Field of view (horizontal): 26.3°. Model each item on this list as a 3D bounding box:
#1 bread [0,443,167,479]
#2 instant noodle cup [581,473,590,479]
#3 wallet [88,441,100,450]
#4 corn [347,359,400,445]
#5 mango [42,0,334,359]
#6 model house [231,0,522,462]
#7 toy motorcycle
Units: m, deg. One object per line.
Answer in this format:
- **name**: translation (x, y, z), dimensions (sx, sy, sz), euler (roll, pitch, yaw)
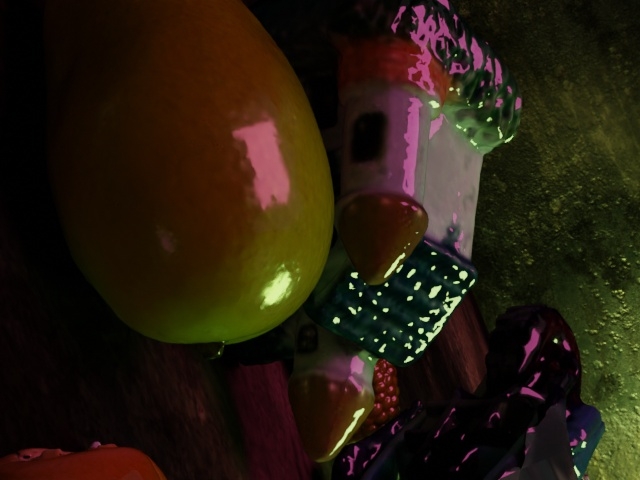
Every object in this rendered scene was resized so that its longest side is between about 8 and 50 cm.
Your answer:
- **bread**: translation (-0.065, 0.186, 0.523), dimensions (0.092, 0.074, 0.239), euler (11, 57, -63)
- **instant noodle cup**: translation (0.180, 0.291, 1.307), dimensions (0.258, 0.182, 0.302), euler (-95, 160, -56)
- **wallet**: translation (-0.103, 0.128, 0.629), dimensions (0.083, 0.011, 0.044), euler (-78, 145, -73)
- **corn**: translation (0.001, 0.042, 1.145), dimensions (0.091, 0.091, 0.260), euler (-164, -126, -79)
- **mango**: translation (-0.076, -0.057, 0.786), dimensions (0.185, 0.149, 0.273), euler (56, 11, -42)
- **model house**: translation (0.000, 0.000, 0.922), dimensions (0.184, 0.253, 0.291), euler (27, 57, -46)
- **toy motorcycle**: translation (0.131, 0.232, 1.096), dimensions (0.416, 0.172, 0.232), euler (-48, 123, -50)
